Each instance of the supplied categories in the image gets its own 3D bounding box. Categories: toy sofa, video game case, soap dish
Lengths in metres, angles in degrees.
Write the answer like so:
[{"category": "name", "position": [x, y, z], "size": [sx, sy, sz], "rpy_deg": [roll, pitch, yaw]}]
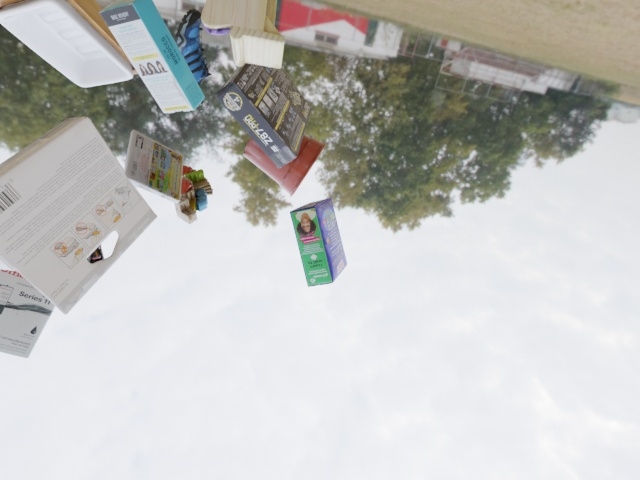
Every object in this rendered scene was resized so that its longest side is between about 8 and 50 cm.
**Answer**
[{"category": "toy sofa", "position": [-0.151, -0.593, 0.911], "size": [0.177, 0.363, 0.150], "rpy_deg": [6, -179, -9]}, {"category": "video game case", "position": [-0.598, -0.266, 1.482], "size": [0.206, 0.026, 0.227], "rpy_deg": [27, -135, -42]}, {"category": "soap dish", "position": [-0.655, -0.552, 1.090], "size": [0.228, 0.118, 0.291], "rpy_deg": [-1, 160, 19]}]

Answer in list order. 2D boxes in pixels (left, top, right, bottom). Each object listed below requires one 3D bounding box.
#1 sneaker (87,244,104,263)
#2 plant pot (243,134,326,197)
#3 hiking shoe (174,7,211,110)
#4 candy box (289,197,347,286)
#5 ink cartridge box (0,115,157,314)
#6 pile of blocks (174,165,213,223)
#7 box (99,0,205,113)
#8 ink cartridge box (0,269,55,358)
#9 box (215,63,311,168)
[{"category": "sneaker", "position": [-0.672, 0.027, 1.212], "size": [0.072, 0.178, 0.077], "rpy_deg": [-21, -157, -40]}, {"category": "plant pot", "position": [-0.160, -0.366, 1.710], "size": [0.265, 0.272, 0.272], "rpy_deg": [33, -154, -8]}, {"category": "hiking shoe", "position": [-0.426, -0.609, 1.383], "size": [0.132, 0.304, 0.113], "rpy_deg": [17, -155, -12]}, {"category": "candy box", "position": [0.000, 0.000, 1.720], "size": [0.122, 0.317, 0.268], "rpy_deg": [-12, -171, 18]}, {"category": "ink cartridge box", "position": [-0.495, -0.052, 0.797], "size": [0.066, 0.261, 0.296], "rpy_deg": [3, -136, 26]}, {"category": "pile of blocks", "position": [-0.531, -0.222, 1.710], "size": [0.148, 0.113, 0.362], "rpy_deg": [-7, -138, -11]}, {"category": "box", "position": [-0.371, -0.412, 0.926], "size": [0.100, 0.244, 0.060], "rpy_deg": [3, -130, 25]}, {"category": "ink cartridge box", "position": [-0.721, 0.151, 0.973], "size": [0.153, 0.208, 0.087], "rpy_deg": [27, 177, -28]}, {"category": "box", "position": [-0.179, -0.493, 1.465], "size": [0.318, 0.097, 0.395], "rpy_deg": [46, -146, -29]}]
